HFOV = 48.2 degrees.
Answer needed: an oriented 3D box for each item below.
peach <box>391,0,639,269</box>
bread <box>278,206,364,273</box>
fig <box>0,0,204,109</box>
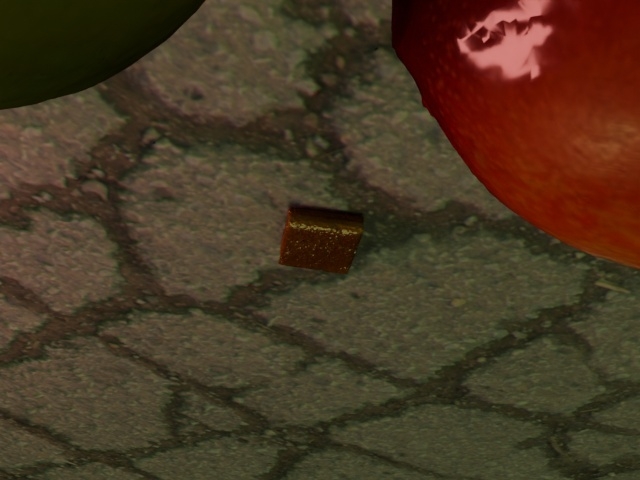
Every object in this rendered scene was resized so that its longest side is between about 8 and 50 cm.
[{"bbox_3d":[0.230,-0.160,0.431,0.389,0.388,0.388,1,142,1],"label":"peach"},{"bbox_3d":[0.000,0.000,0.897,0.095,0.035,0.090,8,141,-7],"label":"bread"},{"bbox_3d":[-0.194,-0.227,0.394,0.344,0.343,0.343,1,142,1],"label":"fig"}]
